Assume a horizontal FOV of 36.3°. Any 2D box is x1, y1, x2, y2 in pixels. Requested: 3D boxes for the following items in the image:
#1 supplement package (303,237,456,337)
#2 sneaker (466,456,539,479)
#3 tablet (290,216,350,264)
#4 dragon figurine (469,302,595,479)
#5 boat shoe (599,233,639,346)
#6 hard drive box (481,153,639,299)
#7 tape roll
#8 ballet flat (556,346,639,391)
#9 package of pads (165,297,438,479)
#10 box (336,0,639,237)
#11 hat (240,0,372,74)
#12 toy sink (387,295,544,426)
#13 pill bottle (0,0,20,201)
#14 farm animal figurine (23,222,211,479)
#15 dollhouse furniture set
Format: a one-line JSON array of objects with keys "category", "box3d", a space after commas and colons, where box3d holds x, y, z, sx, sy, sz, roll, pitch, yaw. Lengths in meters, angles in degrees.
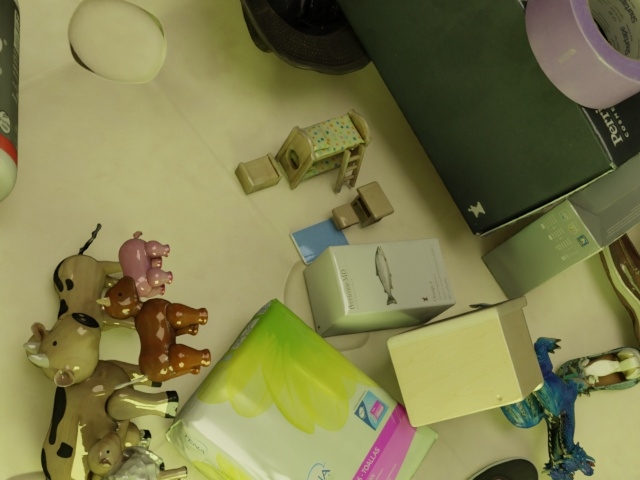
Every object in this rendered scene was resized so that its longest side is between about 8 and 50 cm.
[{"category": "supplement package", "box3d": [0.082, 0.067, 1.393, 0.179, 0.105, 0.105, -5, 71, -26]}, {"category": "sneaker", "box3d": [0.224, 0.377, 1.295, 0.296, 0.147, 0.104, -31, 81, -33]}, {"category": "tablet", "box3d": [0.000, 0.000, 1.444, 0.083, 0.006, 0.054, -22, 78, -30]}, {"category": "dragon figurine", "box3d": [0.313, 0.216, 1.420, 0.289, 0.085, 0.144, 55, 37, -3]}, {"category": "boat shoe", "box3d": [0.540, 0.082, 1.583, 0.095, 0.095, 0.257, 2, 63, -54]}, {"category": "hard drive box", "box3d": [0.386, -0.016, 1.493, 0.181, 0.232, 0.089, -29, 81, -32]}, {"category": "tape roll", "box3d": [0.359, -0.270, 1.250, 0.189, 0.080, 0.189, 13, 65, -29]}, {"category": "ballet flat", "box3d": [0.459, 0.202, 1.529, 0.188, 0.070, 0.070, -10, 73, -28]}, {"category": "package of pads", "box3d": [-0.024, 0.256, 1.264, 0.296, 0.101, 0.229, 40, 56, -3]}, {"category": "box", "box3d": [0.341, -0.336, 1.504, 0.472, 0.297, 0.480, -30, 90, -38]}, {"category": "hat", "box3d": [-0.051, -0.379, 1.510, 0.331, 0.134, 0.331, 17, 60, -33]}, {"category": "toy sink", "box3d": [0.209, 0.164, 1.333, 0.234, 0.153, 0.131, -2, 75, -70]}, {"category": "pill bottle", "box3d": [-0.481, -0.230, 1.208, 0.210, 0.210, 0.363, 3, 67, -23]}, {"category": "farm animal figurine", "box3d": [-0.265, 0.153, 1.137, 0.172, 0.330, 0.327, 4, 95, -26]}, {"category": "dollhouse furniture set", "box3d": [0.002, -0.084, 1.420, 0.182, 0.101, 0.161, -22, 75, -31]}]
